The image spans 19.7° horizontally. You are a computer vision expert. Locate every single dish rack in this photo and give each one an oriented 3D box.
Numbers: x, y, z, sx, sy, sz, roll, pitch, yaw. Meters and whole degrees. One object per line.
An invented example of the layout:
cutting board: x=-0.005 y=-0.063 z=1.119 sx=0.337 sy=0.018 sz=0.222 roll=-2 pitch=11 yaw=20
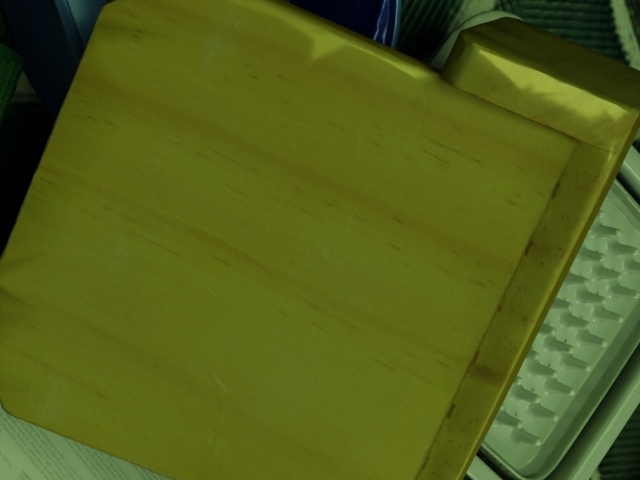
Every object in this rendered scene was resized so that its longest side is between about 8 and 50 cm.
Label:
dish rack: x=0.133 y=0.022 z=1.402 sx=0.333 sy=0.072 sz=0.285 roll=44 pitch=73 yaw=-28

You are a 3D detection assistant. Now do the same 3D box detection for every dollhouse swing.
dollhouse swing: x=0.000 y=0.000 z=1.190 sx=0.305 sy=0.315 sz=0.347 roll=26 pitch=105 yaw=8

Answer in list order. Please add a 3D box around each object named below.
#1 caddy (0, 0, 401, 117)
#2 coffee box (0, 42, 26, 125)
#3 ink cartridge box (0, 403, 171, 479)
caddy: x=-0.083 y=-0.201 z=1.181 sx=0.241 sy=0.179 sz=0.341 roll=-27 pitch=109 yaw=-25
coffee box: x=-0.253 y=-0.089 z=1.113 sx=0.113 sy=0.040 sz=0.184 roll=-70 pitch=159 yaw=-5
ink cartridge box: x=-0.159 y=0.113 z=1.251 sx=0.189 sy=0.066 sz=0.232 roll=57 pitch=46 yaw=-30
